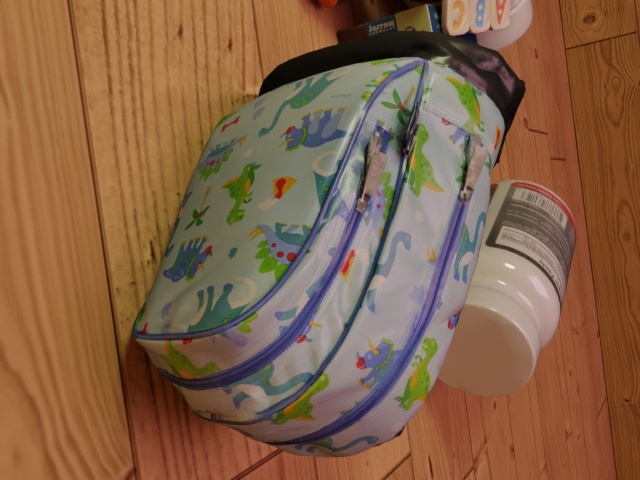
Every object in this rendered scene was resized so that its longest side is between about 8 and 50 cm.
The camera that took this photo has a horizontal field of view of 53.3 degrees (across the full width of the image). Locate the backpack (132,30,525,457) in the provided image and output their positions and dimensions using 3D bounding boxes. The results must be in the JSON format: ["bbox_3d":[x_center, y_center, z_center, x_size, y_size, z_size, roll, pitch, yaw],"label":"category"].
[{"bbox_3d":[0.000,0.000,0.557,0.273,0.290,0.356,22,72,-46],"label":"backpack"}]

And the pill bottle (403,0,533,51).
[{"bbox_3d":[0.202,-0.494,0.976,0.392,0.224,0.224,62,37,-41],"label":"pill bottle"}]

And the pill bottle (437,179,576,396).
[{"bbox_3d":[0.289,0.066,1.040,0.363,0.210,0.210,-50,126,-49],"label":"pill bottle"}]

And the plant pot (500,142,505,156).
[{"bbox_3d":[0.275,-0.211,1.176,0.134,0.095,0.134,18,69,-56],"label":"plant pot"}]

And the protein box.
[{"bbox_3d":[0.147,-0.222,0.934,0.199,0.135,0.201,-29,109,-56],"label":"protein box"}]

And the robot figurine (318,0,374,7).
[{"bbox_3d":[0.037,-0.390,0.799,0.219,0.128,0.158,24,58,-53],"label":"robot figurine"}]

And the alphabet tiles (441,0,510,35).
[{"bbox_3d":[0.215,-0.415,0.829,0.284,0.021,0.278,-23,120,-43],"label":"alphabet tiles"}]
